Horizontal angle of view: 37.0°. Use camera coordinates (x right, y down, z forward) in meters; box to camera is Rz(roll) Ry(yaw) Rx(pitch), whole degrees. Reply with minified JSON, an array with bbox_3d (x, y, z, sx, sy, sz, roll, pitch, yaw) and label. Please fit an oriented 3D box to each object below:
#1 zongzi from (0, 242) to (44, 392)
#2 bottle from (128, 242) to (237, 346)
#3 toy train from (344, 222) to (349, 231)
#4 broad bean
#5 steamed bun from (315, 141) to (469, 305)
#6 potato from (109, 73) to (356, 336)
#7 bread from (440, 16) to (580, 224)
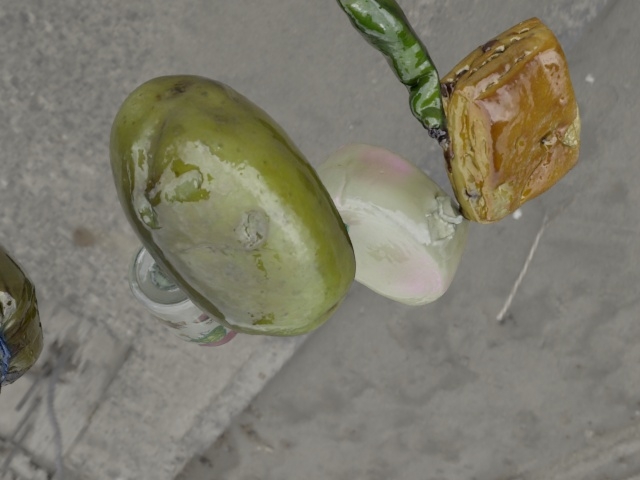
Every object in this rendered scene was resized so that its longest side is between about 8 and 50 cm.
[{"bbox_3d":[-0.326,0.039,0.494,0.260,0.289,0.123,43,147,18],"label":"zongzi"},{"bbox_3d":[-0.169,0.078,1.311,0.120,0.121,0.253,13,163,14],"label":"bottle"},{"bbox_3d":[0.000,0.000,1.223,0.053,0.083,0.033,13,127,36],"label":"toy train"},{"bbox_3d":[0.071,-0.172,0.870,0.046,0.061,0.195,-26,121,18],"label":"broad bean"},{"bbox_3d":[0.099,-0.034,1.316,0.238,0.170,0.152,37,145,-11],"label":"steamed bun"},{"bbox_3d":[-0.075,-0.024,0.795,0.197,0.148,0.228,43,164,44],"label":"potato"},{"bbox_3d":[0.256,-0.152,1.262,0.099,0.210,0.235,31,150,47],"label":"bread"}]
